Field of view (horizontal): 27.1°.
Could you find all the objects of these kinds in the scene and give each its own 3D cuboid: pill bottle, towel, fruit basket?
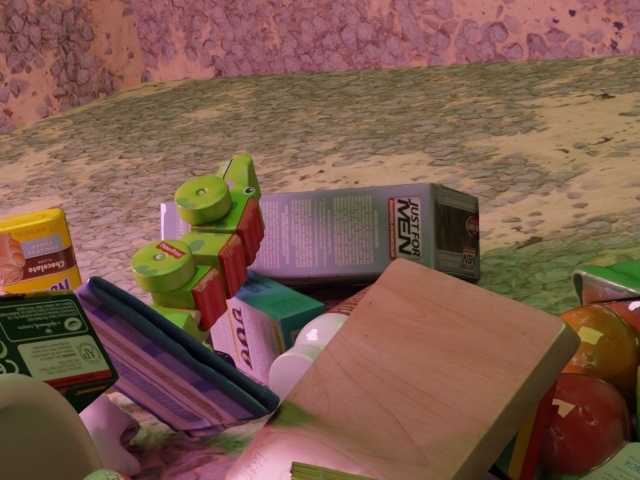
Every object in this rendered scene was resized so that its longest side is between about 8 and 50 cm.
[{"bbox_3d":[0.050,0.117,1.378,0.121,0.121,0.216,4,22,41],"label":"pill bottle"},{"bbox_3d":[-0.162,0.115,1.265,0.034,0.209,0.285,-57,10,-21],"label":"towel"},{"bbox_3d":[0.253,0.153,1.153,0.353,0.165,0.327,-33,22,-16],"label":"fruit basket"}]

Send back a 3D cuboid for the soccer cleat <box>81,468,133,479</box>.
[{"bbox_3d":[-0.149,0.270,0.787,0.143,0.116,0.331,4,40,-22],"label":"soccer cleat"}]

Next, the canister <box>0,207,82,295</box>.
[{"bbox_3d":[-0.383,0.052,1.782,0.126,0.170,0.073,-12,16,-5],"label":"canister"}]

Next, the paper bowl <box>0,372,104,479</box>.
[{"bbox_3d":[-0.256,0.235,0.890,0.148,0.284,0.284,-5,17,15],"label":"paper bowl"}]

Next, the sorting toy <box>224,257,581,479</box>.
[{"bbox_3d":[0.076,0.161,1.089,0.255,0.089,0.257,-52,27,-9],"label":"sorting toy"}]

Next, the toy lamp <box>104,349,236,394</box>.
[{"bbox_3d":[-0.226,0.157,1.498,0.275,0.080,0.080,-3,18,22],"label":"toy lamp"}]

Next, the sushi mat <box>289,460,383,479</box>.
[{"bbox_3d":[0.131,0.222,0.888,0.316,0.019,0.151,12,26,-8],"label":"sushi mat"}]

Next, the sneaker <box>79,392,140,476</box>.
[{"bbox_3d":[-0.239,0.186,1.404,0.094,0.080,0.212,1,33,-19],"label":"sneaker"}]

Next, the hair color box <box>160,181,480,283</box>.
[{"bbox_3d":[0.000,0.000,1.711,0.374,0.113,0.185,-3,-5,24],"label":"hair color box"}]

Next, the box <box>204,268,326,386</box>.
[{"bbox_3d":[-0.069,0.101,1.544,0.060,0.100,0.244,-17,18,-24],"label":"box"}]

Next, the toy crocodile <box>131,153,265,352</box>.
[{"bbox_3d":[-0.123,0.023,1.483,0.105,0.115,0.340,2,36,18],"label":"toy crocodile"}]

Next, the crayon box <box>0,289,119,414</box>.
[{"bbox_3d":[-0.396,0.177,1.069,0.313,0.106,0.363,-42,-21,30],"label":"crayon box"}]
